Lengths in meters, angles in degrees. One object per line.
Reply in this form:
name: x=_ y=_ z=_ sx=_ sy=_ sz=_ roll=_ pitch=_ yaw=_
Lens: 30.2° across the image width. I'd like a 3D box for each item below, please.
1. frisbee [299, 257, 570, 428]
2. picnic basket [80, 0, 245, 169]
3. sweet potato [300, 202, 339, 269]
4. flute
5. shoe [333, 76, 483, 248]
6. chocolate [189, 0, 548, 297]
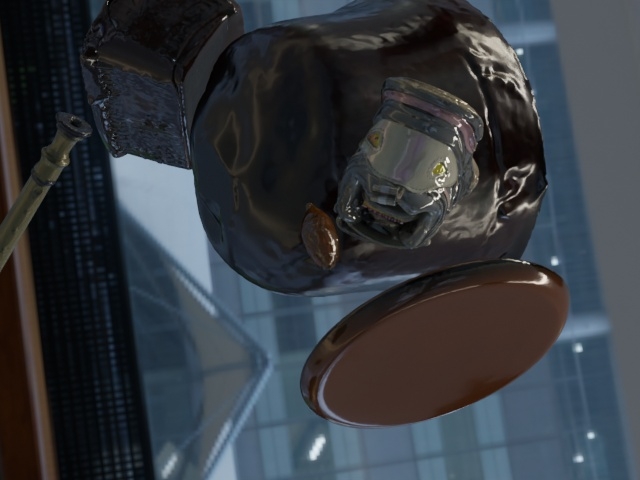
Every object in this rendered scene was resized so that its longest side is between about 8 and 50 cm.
frisbee: x=0.103 y=0.098 z=1.038 sx=0.251 sy=0.251 sz=0.021 roll=100 pitch=-26 yaw=-53
picnic basket: x=-0.186 y=-0.215 z=1.526 sx=0.222 sy=0.129 sz=0.297 roll=-55 pitch=165 yaw=-24
sweet potato: x=0.000 y=0.000 z=1.060 sx=0.095 sy=0.034 sz=0.034 roll=-103 pitch=-167 yaw=-51
flute: x=-0.219 y=0.010 z=0.802 sx=0.233 sy=0.027 sz=0.027 roll=-53 pitch=-147 yaw=23
shoe: x=0.059 y=-0.035 z=0.832 sx=0.180 sy=0.089 sz=0.092 roll=98 pitch=17 yaw=-69
chocolate: x=0.019 y=-0.084 z=1.325 sx=0.383 sy=0.331 sz=0.384 roll=35 pitch=-46 yaw=48
